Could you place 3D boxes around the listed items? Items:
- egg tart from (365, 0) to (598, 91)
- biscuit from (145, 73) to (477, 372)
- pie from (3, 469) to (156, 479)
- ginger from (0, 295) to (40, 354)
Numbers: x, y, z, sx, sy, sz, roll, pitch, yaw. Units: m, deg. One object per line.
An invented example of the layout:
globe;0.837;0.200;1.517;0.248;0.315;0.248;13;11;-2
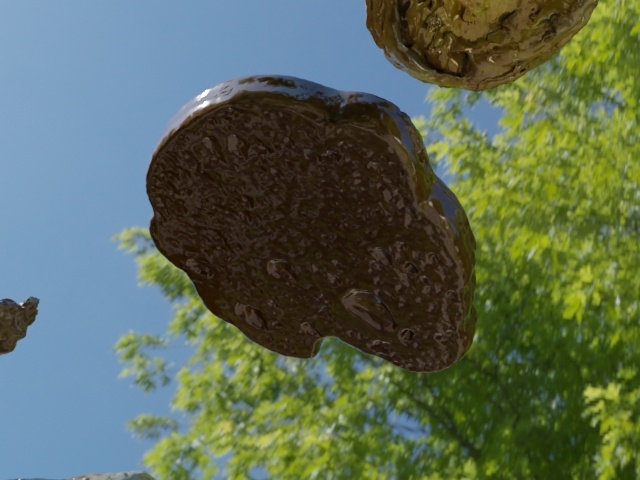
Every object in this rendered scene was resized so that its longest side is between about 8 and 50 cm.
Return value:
egg tart;0.172;-0.300;1.213;0.291;0.107;0.291;-9;-57;-14
biscuit;0.000;0.000;1.142;0.381;0.074;0.359;40;-41;-23
pie;-0.354;0.318;1.373;0.337;0.337;0.075;-8;-99;20
ginger;-0.545;0.082;1.641;0.290;0.084;0.122;26;-75;-35
